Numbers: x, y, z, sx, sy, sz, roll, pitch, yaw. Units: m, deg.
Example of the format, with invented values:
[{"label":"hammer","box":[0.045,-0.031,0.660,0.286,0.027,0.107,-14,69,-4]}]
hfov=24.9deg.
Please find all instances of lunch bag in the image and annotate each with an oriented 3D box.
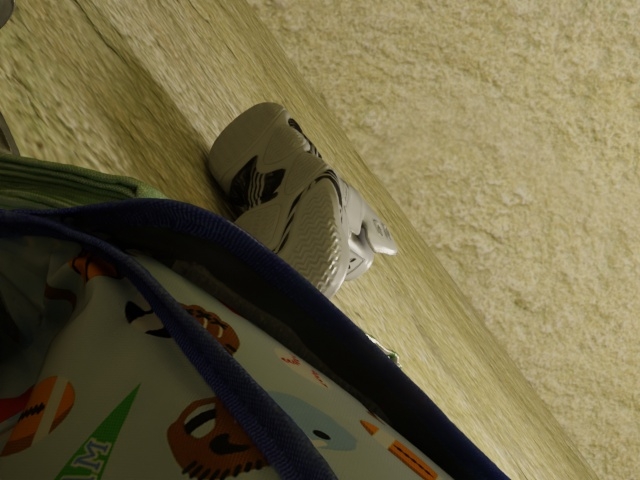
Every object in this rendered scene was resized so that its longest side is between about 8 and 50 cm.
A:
[{"label":"lunch bag","box":[-0.028,0.160,0.675,0.328,0.239,0.385,43,-1,-35]}]

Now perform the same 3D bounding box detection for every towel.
[{"label":"towel","box":[-0.115,0.021,0.893,0.248,0.038,0.325,12,-14,31]}]

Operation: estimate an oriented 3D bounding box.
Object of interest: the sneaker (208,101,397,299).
[{"label":"sneaker","box":[0.000,0.000,1.572,0.210,0.137,0.366,46,10,-30]}]

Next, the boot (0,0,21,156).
[{"label":"boot","box":[-0.246,-0.116,0.993,0.208,0.076,0.189,53,22,25]}]
